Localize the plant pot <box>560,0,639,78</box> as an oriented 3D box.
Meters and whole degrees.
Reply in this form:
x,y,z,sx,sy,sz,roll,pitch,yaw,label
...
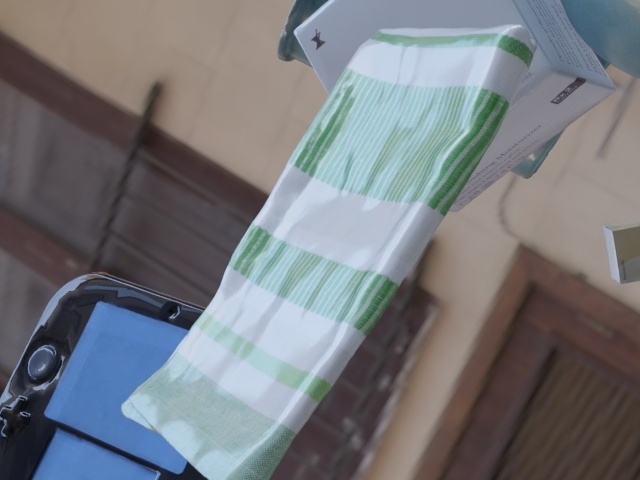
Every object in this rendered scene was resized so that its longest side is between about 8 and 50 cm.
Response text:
x,y,z,sx,sy,sz,roll,pitch,yaw,label
0.272,-0.224,1.265,0.290,0.290,0.195,-38,-23,-41,plant pot

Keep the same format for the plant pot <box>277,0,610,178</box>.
x,y,z,sx,sy,sz,roll,pitch,yaw,label
0.182,-0.267,2.105,0.341,0.334,0.341,-56,-5,-7,plant pot

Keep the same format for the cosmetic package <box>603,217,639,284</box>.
x,y,z,sx,sy,sz,roll,pitch,yaw,label
0.350,0.005,1.803,0.041,0.115,0.060,-118,17,-81,cosmetic package

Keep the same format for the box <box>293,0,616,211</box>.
x,y,z,sx,sy,sz,roll,pitch,yaw,label
0.107,-0.147,1.448,0.181,0.182,0.119,-39,-23,26,box

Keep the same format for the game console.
x,y,z,sx,sy,sz,roll,pitch,yaw,label
-0.215,0.219,1.900,0.060,0.386,0.342,43,-110,-45,game console

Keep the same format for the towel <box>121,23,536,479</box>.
x,y,z,sx,sy,sz,roll,pitch,yaw,label
0.000,0.000,1.126,0.325,0.038,0.248,-56,20,-7,towel
